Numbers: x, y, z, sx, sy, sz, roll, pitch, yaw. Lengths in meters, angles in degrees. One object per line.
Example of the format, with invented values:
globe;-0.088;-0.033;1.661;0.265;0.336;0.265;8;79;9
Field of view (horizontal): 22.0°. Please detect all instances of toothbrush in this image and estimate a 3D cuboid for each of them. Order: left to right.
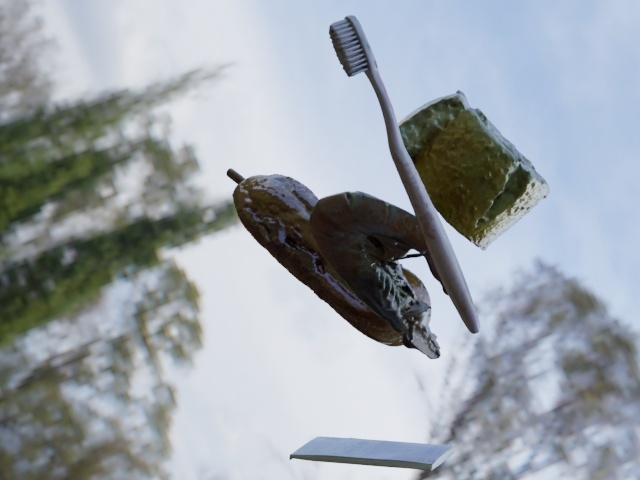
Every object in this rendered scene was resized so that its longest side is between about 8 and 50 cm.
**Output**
toothbrush;0.076;-0.057;1.467;0.307;0.029;0.025;67;-23;0

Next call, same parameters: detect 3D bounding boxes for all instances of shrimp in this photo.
shrimp;0.082;0.039;1.653;0.143;0.052;0.251;-1;-37;36

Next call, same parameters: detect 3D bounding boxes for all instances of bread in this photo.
bread;-0.002;0.002;1.915;0.344;0.084;0.124;41;13;33
bread;0.177;-0.095;2.000;0.186;0.124;0.257;52;7;-7

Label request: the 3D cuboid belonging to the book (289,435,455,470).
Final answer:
book;0.064;0.261;2.021;0.127;0.182;0.014;-9;100;-73
